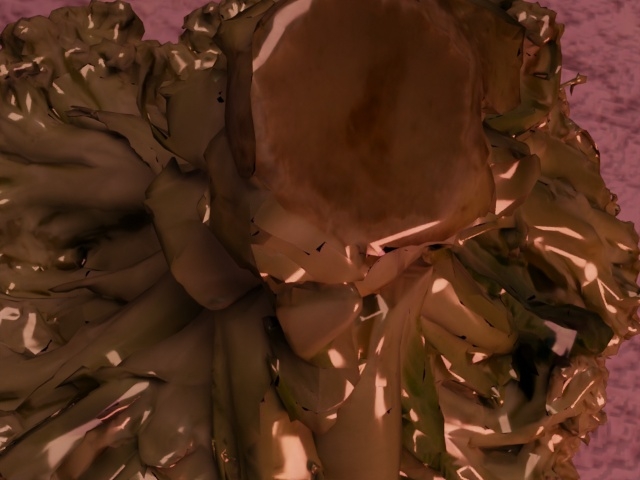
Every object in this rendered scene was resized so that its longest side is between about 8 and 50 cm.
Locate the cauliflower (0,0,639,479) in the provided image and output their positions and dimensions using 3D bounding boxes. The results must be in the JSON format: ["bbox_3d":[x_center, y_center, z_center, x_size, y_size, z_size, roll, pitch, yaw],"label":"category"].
[{"bbox_3d":[0.000,0.000,0.528,0.272,0.250,0.275,-1,65,-16],"label":"cauliflower"}]
